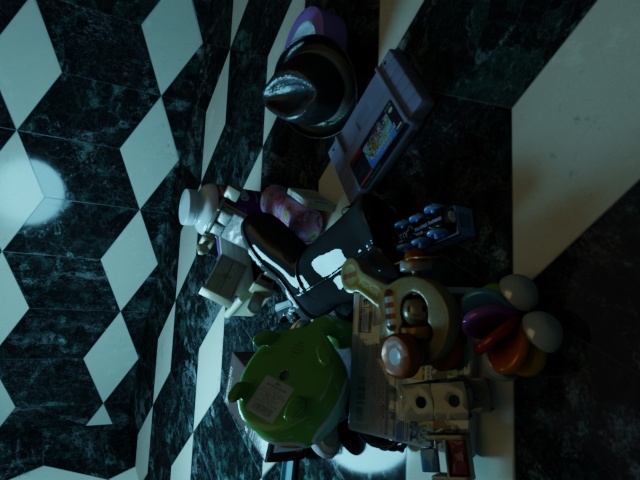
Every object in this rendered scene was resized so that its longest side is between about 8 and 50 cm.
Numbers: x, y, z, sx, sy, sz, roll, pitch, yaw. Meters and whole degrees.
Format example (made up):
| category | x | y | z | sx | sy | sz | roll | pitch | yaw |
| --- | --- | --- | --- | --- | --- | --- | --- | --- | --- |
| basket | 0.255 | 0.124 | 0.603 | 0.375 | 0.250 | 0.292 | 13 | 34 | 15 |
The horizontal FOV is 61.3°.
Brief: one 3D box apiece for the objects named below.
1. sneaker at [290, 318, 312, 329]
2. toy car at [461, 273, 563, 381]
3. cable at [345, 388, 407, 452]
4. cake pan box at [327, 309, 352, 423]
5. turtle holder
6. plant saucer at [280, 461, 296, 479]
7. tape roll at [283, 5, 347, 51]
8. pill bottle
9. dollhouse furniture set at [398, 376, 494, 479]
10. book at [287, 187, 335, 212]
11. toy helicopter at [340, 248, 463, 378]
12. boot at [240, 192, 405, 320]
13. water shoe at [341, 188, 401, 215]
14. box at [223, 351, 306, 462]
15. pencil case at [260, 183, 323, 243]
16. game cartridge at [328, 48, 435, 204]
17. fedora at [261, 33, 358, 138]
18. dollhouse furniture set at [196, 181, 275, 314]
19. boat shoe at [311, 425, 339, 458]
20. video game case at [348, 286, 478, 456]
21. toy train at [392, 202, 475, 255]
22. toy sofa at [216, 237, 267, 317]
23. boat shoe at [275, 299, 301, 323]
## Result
| category | x | y | z | sx | sy | sz | roll | pitch | yaw |
| --- | --- | --- | --- | --- | --- | --- | --- | --- | --- |
| sneaker | -0.051 | 0.333 | 1.603 | 0.083 | 0.084 | 0.215 | 18 | 103 | 46 |
| toy car | 0.313 | 0.154 | 0.950 | 0.159 | 0.136 | 0.182 | -56 | 40 | 39 |
| cable | 0.134 | 0.402 | 1.235 | 0.150 | 0.047 | 0.184 | -34 | 70 | 20 |
| cake pan box | 0.003 | 0.350 | 1.421 | 0.245 | 0.070 | 0.267 | -40 | 46 | 15 |
| turtle holder | -0.047 | 0.323 | 1.259 | 0.243 | 0.227 | 0.320 | -12 | 45 | 20 |
| plant saucer | -0.100 | 0.730 | 1.654 | 0.067 | 0.018 | 0.192 | 5 | 88 | 60 |
| tape roll | -0.025 | -0.596 | 1.730 | 0.275 | 0.090 | 0.275 | -16 | 71 | 57 |
| pill bottle | -0.320 | -0.099 | 1.895 | 0.181 | 0.323 | 0.182 | -18 | 69 | 57 |
| dollhouse furniture set | 0.239 | 0.349 | 0.984 | 0.129 | 0.129 | 0.184 | -14 | 74 | 33 |
| book | -0.030 | -0.122 | 1.632 | 0.144 | 0.096 | 0.035 | 39 | 116 | 55 |
| toy helicopter | 0.148 | 0.105 | 1.103 | 0.355 | 0.140 | 0.235 | 32 | 117 | 54 |
| boot | 0.002 | 0.001 | 1.388 | 0.367 | 0.146 | 0.445 | 51 | 146 | -2 |
| water shoe | 0.135 | -0.087 | 1.391 | 0.203 | 0.073 | 0.080 | 3 | 65 | 56 |
| box | -0.172 | 0.508 | 1.706 | 0.381 | 0.143 | 0.191 | 23 | 104 | 61 |
| pencil case | -0.095 | -0.091 | 1.720 | 0.284 | 0.124 | 0.124 | 40 | 119 | 56 |
| game cartridge | 0.143 | -0.286 | 1.412 | 0.355 | 0.068 | 0.230 | -56 | 35 | 38 |
| fedora | -0.056 | -0.436 | 1.571 | 0.334 | 0.152 | 0.334 | 19 | 121 | 36 |
| dollhouse furniture set | -0.238 | 0.047 | 1.719 | 0.355 | 0.303 | 0.174 | -54 | 13 | 40 |
| boat shoe | 0.000 | 0.453 | 1.464 | 0.084 | 0.095 | 0.258 | -60 | 38 | 41 |
| video game case | 0.191 | 0.262 | 1.153 | 0.300 | 0.036 | 0.329 | -3 | 81 | 41 |
| toy train | 0.236 | -0.018 | 1.148 | 0.184 | 0.105 | 0.080 | -31 | 54 | 53 |
| toy sofa | -0.324 | 0.094 | 2.011 | 0.150 | 0.177 | 0.363 | -46 | 47 | 45 |
| boat shoe | -0.080 | 0.221 | 1.668 | 0.228 | 0.080 | 0.076 | -24 | 70 | 57 |
